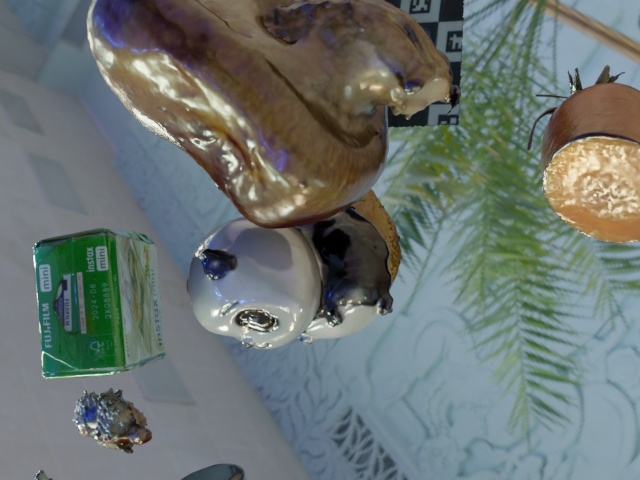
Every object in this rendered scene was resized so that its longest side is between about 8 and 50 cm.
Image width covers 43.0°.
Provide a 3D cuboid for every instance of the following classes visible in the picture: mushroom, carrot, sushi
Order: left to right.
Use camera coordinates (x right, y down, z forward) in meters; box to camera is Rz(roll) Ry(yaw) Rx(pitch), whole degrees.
[{"bbox_3d":[-0.382,0.324,1.488,0.226,0.097,0.103,4,141,43],"label":"sushi"},{"bbox_3d":[-0.043,-0.181,0.823,0.345,0.260,0.345,32,-152,-20],"label":"mushroom"},{"bbox_3d":[0.124,-0.352,1.683,0.372,0.297,0.100,0,168,24],"label":"sushi"},{"bbox_3d":[0.438,-0.138,1.266,0.193,0.214,0.331,66,-150,-27],"label":"carrot"}]

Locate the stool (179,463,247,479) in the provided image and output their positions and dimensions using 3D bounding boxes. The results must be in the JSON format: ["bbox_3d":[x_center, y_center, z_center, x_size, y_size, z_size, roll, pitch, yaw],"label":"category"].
[{"bbox_3d":[-0.210,0.508,1.477,0.228,0.153,0.139,-28,-77,-50],"label":"stool"}]

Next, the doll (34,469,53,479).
[{"bbox_3d":[-0.672,0.585,1.972,0.027,0.037,0.125,15,149,2],"label":"doll"}]

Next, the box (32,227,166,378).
[{"bbox_3d":[-0.271,0.077,1.027,0.102,0.180,0.250,-6,177,2],"label":"box"}]

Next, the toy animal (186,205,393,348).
[{"bbox_3d":[-0.046,0.048,0.994,0.235,0.187,0.165,-7,-106,-31],"label":"toy animal"}]

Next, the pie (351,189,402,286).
[{"bbox_3d":[0.000,0.001,1.250,0.273,0.273,0.069,33,161,-6],"label":"pie"}]
